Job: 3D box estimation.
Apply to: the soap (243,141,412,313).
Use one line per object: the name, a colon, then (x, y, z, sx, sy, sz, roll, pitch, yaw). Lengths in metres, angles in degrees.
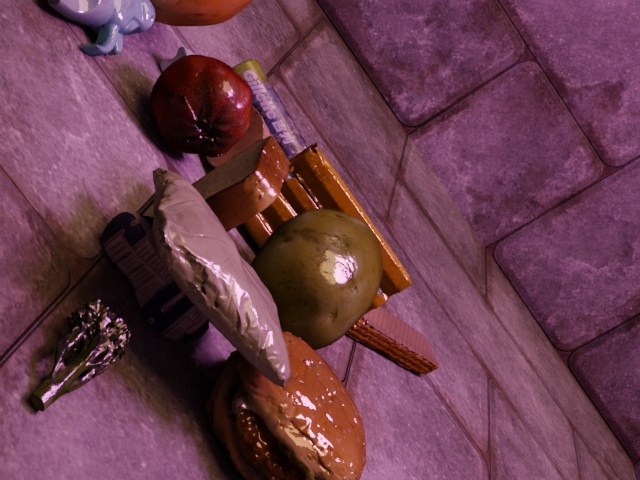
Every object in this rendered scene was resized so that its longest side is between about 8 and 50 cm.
soap: (0.000, -0.001, 2.108, 0.324, 0.204, 0.096, 55, 6, -12)

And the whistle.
whistle: (-0.379, -0.405, 1.955, 0.274, 0.093, 0.186, -3, 88, -67)

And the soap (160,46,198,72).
soap: (-0.222, -0.294, 2.230, 0.198, 0.066, 0.119, 18, 44, -64)

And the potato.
potato: (-0.004, 0.061, 1.926, 0.304, 0.216, 0.216, -33, 91, -46)

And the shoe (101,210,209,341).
shoe: (-0.218, 0.046, 1.596, 0.207, 0.091, 0.106, 57, 22, 10)

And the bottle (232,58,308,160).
bottle: (-0.094, -0.227, 2.421, 0.330, 0.093, 0.093, 59, 17, 7)

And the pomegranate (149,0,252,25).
pomegranate: (-0.277, -0.587, 2.137, 0.410, 0.410, 0.410, 50, 19, -24)

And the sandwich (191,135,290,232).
sandwich: (-0.154, -0.066, 1.761, 0.065, 0.214, 0.186, 53, 18, -18)

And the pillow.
pillow: (-0.135, 0.042, 1.562, 0.281, 0.076, 0.274, 53, 7, -22)

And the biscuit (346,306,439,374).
biscuit: (0.142, 0.198, 2.395, 0.378, 0.054, 0.094, 35, 28, -52)

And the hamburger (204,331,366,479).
hamburger: (-0.040, 0.260, 1.637, 0.259, 0.144, 0.283, 53, 20, -15)

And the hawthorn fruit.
hawthorn fruit: (-0.207, -0.253, 2.010, 0.181, 0.181, 0.235, 47, 24, -31)

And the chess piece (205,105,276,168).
chess piece: (-0.121, -0.150, 2.209, 0.137, 0.137, 0.301, 65, 7, 22)

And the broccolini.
broccolini: (-0.275, 0.139, 1.327, 0.203, 0.068, 0.091, -79, 153, -65)
